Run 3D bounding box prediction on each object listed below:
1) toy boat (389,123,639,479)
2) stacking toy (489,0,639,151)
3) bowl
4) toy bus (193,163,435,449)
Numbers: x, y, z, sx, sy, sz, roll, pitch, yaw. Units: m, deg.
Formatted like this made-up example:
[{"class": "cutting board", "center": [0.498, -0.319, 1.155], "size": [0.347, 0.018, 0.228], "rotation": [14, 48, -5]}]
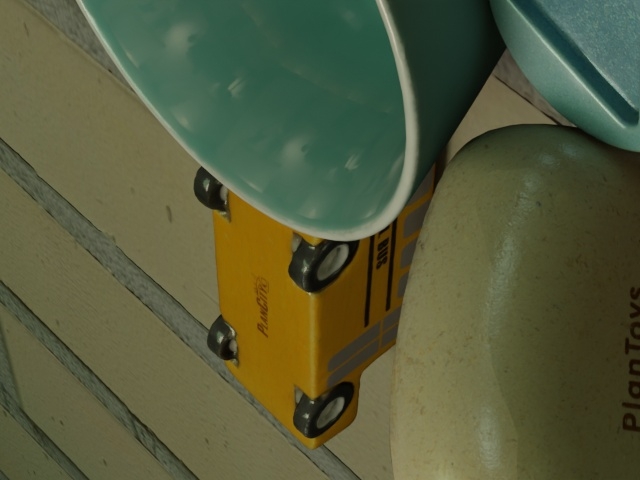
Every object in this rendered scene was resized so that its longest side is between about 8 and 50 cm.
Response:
[{"class": "toy boat", "center": [0.166, 0.096, 0.881], "size": [0.318, 0.268, 0.148], "rotation": [17, 162, -25]}, {"class": "stacking toy", "center": [0.175, -0.126, 0.694], "size": [0.309, 0.130, 0.280], "rotation": [28, 146, 43]}, {"class": "bowl", "center": [-0.003, -0.171, 0.914], "size": [0.311, 0.163, 0.312], "rotation": [42, 154, 26]}, {"class": "toy bus", "center": [0.000, 0.000, 1.173], "size": [0.108, 0.130, 0.333], "rotation": [40, 152, 26]}]
